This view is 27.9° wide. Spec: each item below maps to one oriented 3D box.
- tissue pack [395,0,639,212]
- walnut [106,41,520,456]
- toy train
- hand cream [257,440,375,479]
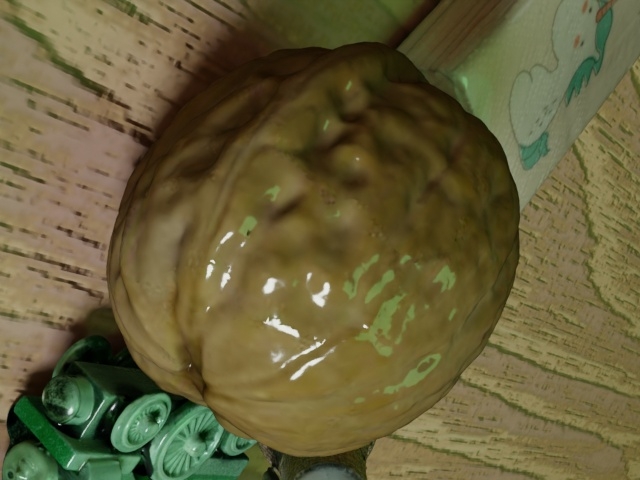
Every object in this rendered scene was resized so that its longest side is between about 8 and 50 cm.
[{"bbox_3d":[0.175,-0.167,0.889,0.325,0.071,0.170,-50,144,-21],"label":"tissue pack"},{"bbox_3d":[0.000,0.000,0.641,0.213,0.213,0.213,-36,140,-36],"label":"walnut"},{"bbox_3d":[-0.100,0.109,0.707,0.105,0.071,0.178,-55,152,9],"label":"toy train"},{"bbox_3d":[0.002,0.126,0.757,0.203,0.084,0.084,-111,-135,-80],"label":"hand cream"}]
